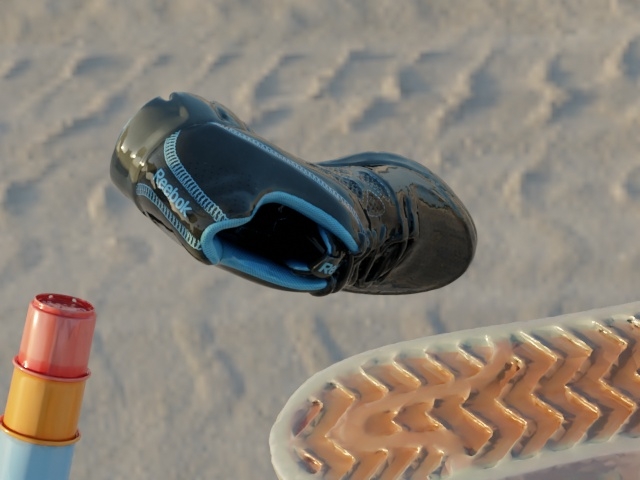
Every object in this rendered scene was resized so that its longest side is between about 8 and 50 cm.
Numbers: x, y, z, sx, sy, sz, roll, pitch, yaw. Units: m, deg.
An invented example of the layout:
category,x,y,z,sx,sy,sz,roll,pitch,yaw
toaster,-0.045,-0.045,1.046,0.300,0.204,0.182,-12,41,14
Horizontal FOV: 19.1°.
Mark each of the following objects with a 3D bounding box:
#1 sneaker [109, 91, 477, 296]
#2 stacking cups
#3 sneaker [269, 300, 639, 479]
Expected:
category,x,y,z,sx,sy,sz,roll,pitch,yaw
sneaker,0.000,0.000,1.426,0.341,0.125,0.139,13,27,-40
stacking cups,-0.264,0.208,1.793,0.096,0.316,0.096,15,11,-3
sneaker,0.140,0.091,0.684,0.302,0.121,0.108,-6,40,18
